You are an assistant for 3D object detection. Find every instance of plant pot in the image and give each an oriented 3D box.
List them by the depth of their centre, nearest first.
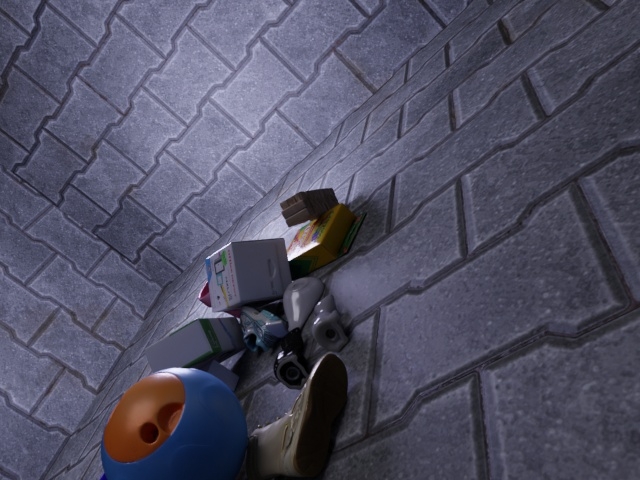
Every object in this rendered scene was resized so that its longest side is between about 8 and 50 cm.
[{"bbox_3d":[-0.331,0.197,2.034,0.201,0.180,0.201,-43,18,18],"label":"plant pot"}]

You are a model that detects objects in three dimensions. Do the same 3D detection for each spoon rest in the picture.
[{"bbox_3d":[-0.073,0.195,1.569,0.137,0.084,0.276,-14,21,27],"label":"spoon rest"}]

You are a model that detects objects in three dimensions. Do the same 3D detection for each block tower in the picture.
[{"bbox_3d":[-0.028,-0.123,1.896,0.097,0.091,0.335,-27,-2,21],"label":"block tower"}]

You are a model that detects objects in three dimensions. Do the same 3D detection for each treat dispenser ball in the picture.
[{"bbox_3d":[-0.294,0.407,1.095,0.288,0.288,0.288,-43,18,17],"label":"treat dispenser ball"}]

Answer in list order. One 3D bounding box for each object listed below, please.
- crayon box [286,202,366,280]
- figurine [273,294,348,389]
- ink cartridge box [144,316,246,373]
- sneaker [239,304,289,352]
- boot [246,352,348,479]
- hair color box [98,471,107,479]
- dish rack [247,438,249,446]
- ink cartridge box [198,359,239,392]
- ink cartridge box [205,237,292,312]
[{"bbox_3d":[0.000,0.000,1.813,0.318,0.081,0.202,-30,25,46],"label":"crayon box"},{"bbox_3d":[-0.026,0.240,1.358,0.215,0.092,0.209,-46,13,7],"label":"figurine"},{"bbox_3d":[-0.377,0.336,1.678,0.201,0.117,0.278,-31,-14,9],"label":"ink cartridge box"},{"bbox_3d":[-0.207,0.280,1.676,0.122,0.110,0.283,-59,19,-19],"label":"sneaker"},{"bbox_3d":[-0.051,0.370,1.116,0.203,0.095,0.262,-34,26,42],"label":"boot"},{"bbox_3d":[-0.541,0.715,1.357,0.185,0.110,0.339,-61,-1,-35],"label":"hair color box"},{"bbox_3d":[-0.269,0.585,1.230,0.208,0.074,0.271,-44,19,19],"label":"dish rack"},{"bbox_3d":[-0.348,0.451,1.655,0.180,0.104,0.060,-38,22,33],"label":"ink cartridge box"},{"bbox_3d":[-0.246,0.121,1.817,0.270,0.197,0.198,-27,71,57],"label":"ink cartridge box"}]
